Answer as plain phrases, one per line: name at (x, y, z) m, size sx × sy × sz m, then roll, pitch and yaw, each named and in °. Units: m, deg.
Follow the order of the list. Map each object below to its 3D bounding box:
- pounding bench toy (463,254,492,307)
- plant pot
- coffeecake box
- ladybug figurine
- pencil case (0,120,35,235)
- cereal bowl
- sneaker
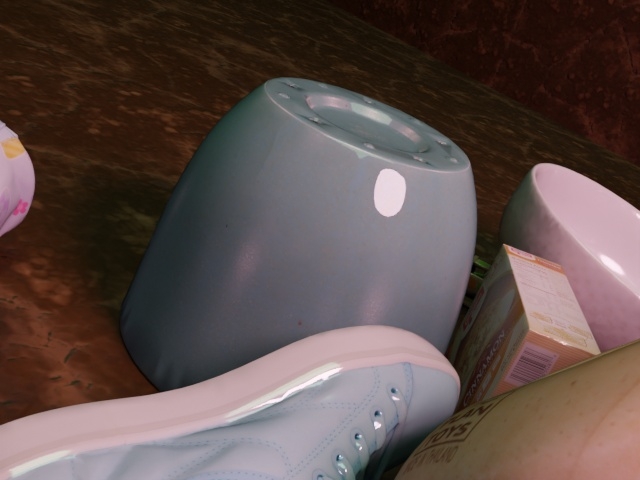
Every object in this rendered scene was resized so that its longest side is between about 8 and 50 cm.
pounding bench toy at (0.203, 0.053, 1.013) m, size 0.065 × 0.052 × 0.083 m, roll 29°, pitch 23°, yaw 17°
plant pot at (0.000, 0.000, 0.709) m, size 0.293 × 0.235 × 0.293 m, roll 19°, pitch 22°, yaw -8°
coffeecake box at (0.176, 0.107, 0.747) m, size 0.068 × 0.142 × 0.185 m, roll 21°, pitch 22°, yaw -2°
ladybug figurine at (0.244, 0.123, 0.475) m, size 0.449 × 0.305 × 0.162 m, roll -15°, pitch 75°, yaw -26°
pencil case at (-0.321, -0.017, 0.598) m, size 0.113 × 0.124 × 0.273 m, roll 22°, pitch 21°, yaw 1°
cereal bowl at (0.339, 0.067, 0.947) m, size 0.339 × 0.141 × 0.339 m, roll 29°, pitch 28°, yaw -17°
sneaker at (-0.028, 0.159, 0.477) m, size 0.366 × 0.135 × 0.150 m, roll -12°, pitch 41°, yaw -37°
